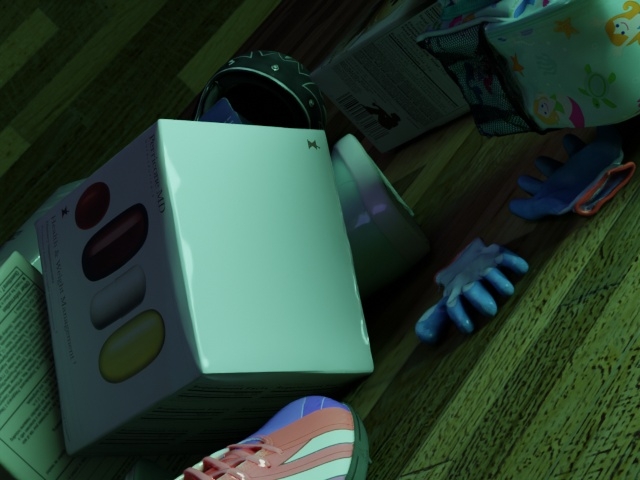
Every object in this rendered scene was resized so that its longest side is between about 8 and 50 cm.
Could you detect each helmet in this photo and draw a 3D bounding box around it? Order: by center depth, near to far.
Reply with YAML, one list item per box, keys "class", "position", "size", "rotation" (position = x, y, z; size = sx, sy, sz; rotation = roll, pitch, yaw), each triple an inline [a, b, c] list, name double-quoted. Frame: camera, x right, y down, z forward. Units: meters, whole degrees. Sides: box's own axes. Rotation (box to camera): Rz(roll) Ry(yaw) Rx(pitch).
- class: "helmet"
  position: [-0.071, -0.140, 2.243]
  size: [0.161, 0.169, 0.169]
  rotation: [-62, 13, -7]

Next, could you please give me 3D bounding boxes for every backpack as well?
- class: "backpack"
  position: [0.197, -0.175, 1.267]
  size: [0.225, 0.191, 0.253]
  rotation: [-36, 17, -14]

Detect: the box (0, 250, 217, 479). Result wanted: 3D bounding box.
- class: "box"
  position: [-0.219, 0.150, 1.493]
  size: [0.127, 0.232, 0.148]
  rotation: [-33, 16, 50]

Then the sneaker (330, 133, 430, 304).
- class: "sneaker"
  position: [0.000, 0.000, 1.585]
  size: [0.151, 0.094, 0.256]
  rotation: [-38, 13, 6]

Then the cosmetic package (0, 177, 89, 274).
- class: "cosmetic package"
  position: [-0.248, 0.059, 1.661]
  size: [0.238, 0.107, 0.127]
  rotation: [-47, 20, -29]

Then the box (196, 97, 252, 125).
- class: "box"
  position: [-0.108, -0.051, 2.112]
  size: [0.136, 0.036, 0.225]
  rotation: [-43, 42, 11]

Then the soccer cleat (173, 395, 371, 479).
- class: "soccer cleat"
  position: [-0.065, 0.176, 1.106]
  size: [0.108, 0.116, 0.318]
  rotation: [-37, 13, 39]

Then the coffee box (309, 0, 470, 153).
- class: "coffee box"
  position: [0.133, -0.208, 1.819]
  size: [0.168, 0.119, 0.297]
  rotation: [-49, 11, -25]

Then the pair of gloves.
- class: "pair of gloves"
  position: [0.135, -0.007, 1.302]
  size: [0.198, 0.023, 0.159]
  rotation: [-44, 10, 3]

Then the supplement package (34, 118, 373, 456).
- class: "supplement package"
  position: [-0.093, 0.040, 1.416]
  size: [0.149, 0.194, 0.203]
  rotation: [2, -23, -36]

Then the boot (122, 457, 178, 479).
- class: "boot"
  position: [-0.160, 0.260, 1.278]
  size: [0.178, 0.085, 0.236]
  rotation: [-47, 10, 14]
